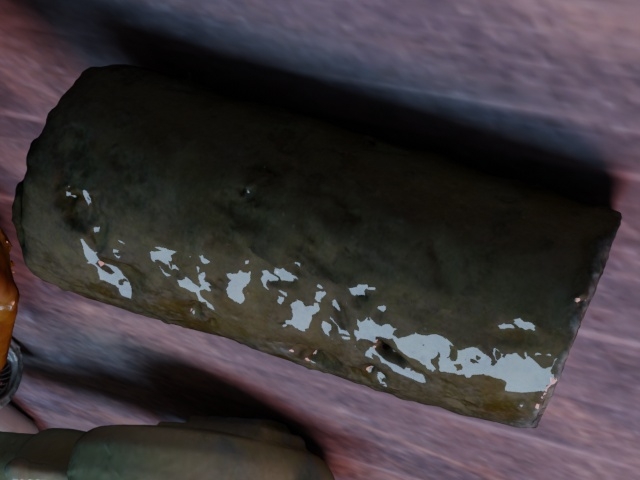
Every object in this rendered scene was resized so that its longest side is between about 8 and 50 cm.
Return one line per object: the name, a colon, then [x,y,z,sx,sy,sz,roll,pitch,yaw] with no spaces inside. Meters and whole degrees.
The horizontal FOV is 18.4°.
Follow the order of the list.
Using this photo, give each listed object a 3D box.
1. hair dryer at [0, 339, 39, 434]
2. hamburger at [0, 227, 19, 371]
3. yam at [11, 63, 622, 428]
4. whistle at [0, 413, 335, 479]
hair dryer: [-0.177,0.092,1.074,0.155,0.044,0.183,8,158,44]
hamburger: [-0.288,0.015,0.832,0.314,0.170,0.290,25,153,9]
yam: [0.000,0.000,0.580,0.179,0.078,0.078,16,157,21]
whistle: [-0.092,0.115,0.944,0.258,0.067,0.126,-2,164,38]
